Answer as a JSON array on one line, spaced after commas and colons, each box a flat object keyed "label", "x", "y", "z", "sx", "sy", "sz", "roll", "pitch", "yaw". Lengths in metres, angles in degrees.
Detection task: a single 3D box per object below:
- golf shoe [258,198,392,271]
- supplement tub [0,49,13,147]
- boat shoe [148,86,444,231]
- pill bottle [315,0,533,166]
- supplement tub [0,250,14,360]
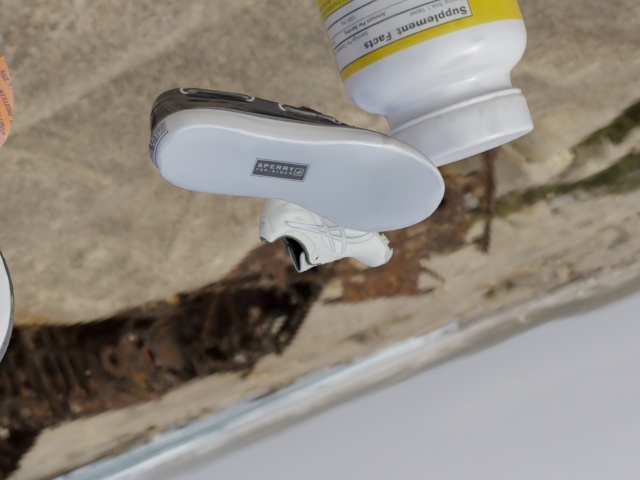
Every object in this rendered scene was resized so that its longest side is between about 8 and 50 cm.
[{"label": "golf shoe", "x": 0.000, "y": 0.000, "z": 1.258, "sx": 0.176, "sy": 0.086, "sz": 0.069, "roll": 32, "pitch": 164, "yaw": -35}, {"label": "supplement tub", "x": -0.458, "y": -0.115, "z": 1.121, "sx": 0.316, "sy": 0.193, "sz": 0.193, "roll": -10, "pitch": 179, "yaw": 24}, {"label": "boat shoe", "x": -0.018, "y": -0.065, "z": 0.878, "sx": 0.229, "sy": 0.076, "sz": 0.080, "roll": 6, "pitch": 128, "yaw": -23}, {"label": "pill bottle", "x": 0.091, "y": -0.243, "z": 1.187, "sx": 0.188, "sy": 0.334, "sz": 0.188, "roll": -18, "pitch": 178, "yaw": -1}, {"label": "supplement tub", "x": -0.233, "y": 0.055, "z": 0.586, "sx": 0.117, "sy": 0.117, "sz": 0.190, "roll": -18, "pitch": 169, "yaw": -40}]
